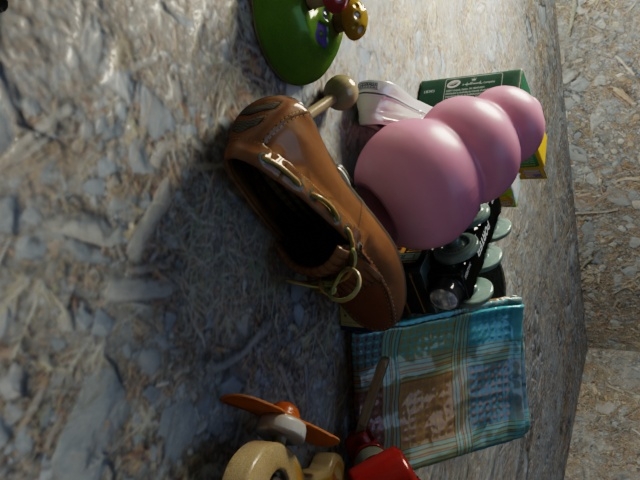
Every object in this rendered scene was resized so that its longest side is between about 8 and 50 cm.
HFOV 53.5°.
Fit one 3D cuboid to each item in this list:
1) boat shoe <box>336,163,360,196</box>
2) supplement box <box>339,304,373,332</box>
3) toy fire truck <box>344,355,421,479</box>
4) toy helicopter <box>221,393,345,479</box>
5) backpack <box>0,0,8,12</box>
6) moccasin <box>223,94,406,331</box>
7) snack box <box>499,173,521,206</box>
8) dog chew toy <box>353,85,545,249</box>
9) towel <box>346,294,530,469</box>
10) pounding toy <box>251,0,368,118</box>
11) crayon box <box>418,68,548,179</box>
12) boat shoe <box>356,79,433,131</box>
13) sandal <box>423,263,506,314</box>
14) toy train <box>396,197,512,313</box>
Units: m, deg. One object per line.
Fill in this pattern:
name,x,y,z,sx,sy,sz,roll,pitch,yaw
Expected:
boat shoe,0.037,-0.073,0.963,0.038,0.046,0.125,-65,145,-35
supplement box,0.073,0.095,1.017,0.083,0.056,0.083,-17,106,-58
toy fire truck,0.093,0.315,0.924,0.246,0.158,0.217,63,-6,5
toy helicopter,-0.039,0.308,0.801,0.355,0.140,0.235,29,56,-68
backpack,-0.162,-0.331,0.424,0.213,0.276,0.263,-55,129,-51
moccasin,0.003,0.000,0.814,0.380,0.139,0.147,61,43,-40
snack box,0.296,-0.157,1.278,0.207,0.174,0.070,57,45,-43
dog chew toy,0.218,-0.130,1.006,0.332,0.206,0.206,-33,126,-14
towel,0.216,0.253,1.103,0.370,0.040,0.271,-7,96,-27
pounding toy,0.009,-0.279,0.849,0.183,0.110,0.237,-42,125,-51
crayon box,0.357,-0.232,1.353,0.323,0.203,0.083,38,58,-54
boat shoe,0.140,-0.201,1.108,0.258,0.095,0.084,11,85,-49
sandal,0.257,0.180,1.215,0.107,0.167,0.446,48,51,-64
toy train,0.222,0.000,1.138,0.334,0.190,0.142,-58,133,-44
